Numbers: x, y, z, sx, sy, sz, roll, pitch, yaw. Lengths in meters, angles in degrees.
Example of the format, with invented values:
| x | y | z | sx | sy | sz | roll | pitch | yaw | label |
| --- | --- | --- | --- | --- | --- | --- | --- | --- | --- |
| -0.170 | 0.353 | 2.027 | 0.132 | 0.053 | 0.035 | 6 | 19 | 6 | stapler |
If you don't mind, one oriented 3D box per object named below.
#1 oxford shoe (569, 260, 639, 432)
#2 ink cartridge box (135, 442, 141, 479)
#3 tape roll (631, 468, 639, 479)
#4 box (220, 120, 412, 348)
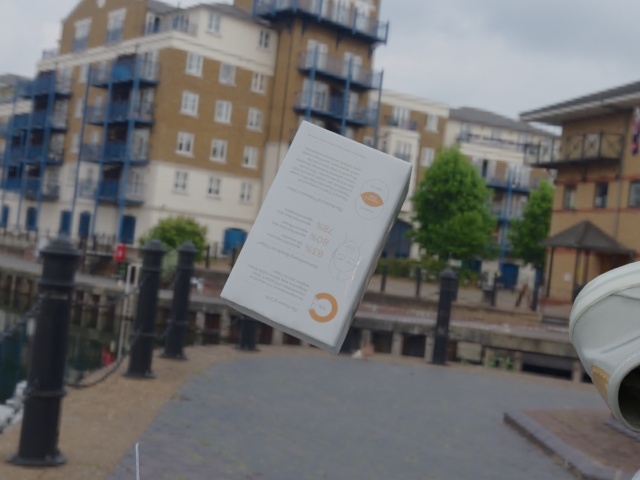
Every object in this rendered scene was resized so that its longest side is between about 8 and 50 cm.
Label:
| x | y | z | sx | sy | sz | roll | pitch | yaw | label |
| --- | --- | --- | --- | --- | --- | --- | --- | --- | --- |
| 0.401 | 0.056 | 0.596 | 0.449 | 0.130 | 0.169 | -19 | -50 | 31 | oxford shoe |
| -0.108 | 0.334 | 0.613 | 0.065 | 0.333 | 0.165 | 0 | 19 | -13 | ink cartridge box |
| 0.452 | 0.277 | 0.805 | 0.246 | 0.169 | 0.246 | 26 | 30 | -17 | tape roll |
| 0.000 | 0.000 | 1.481 | 0.215 | 0.345 | 0.168 | 23 | -10 | 8 | box |
